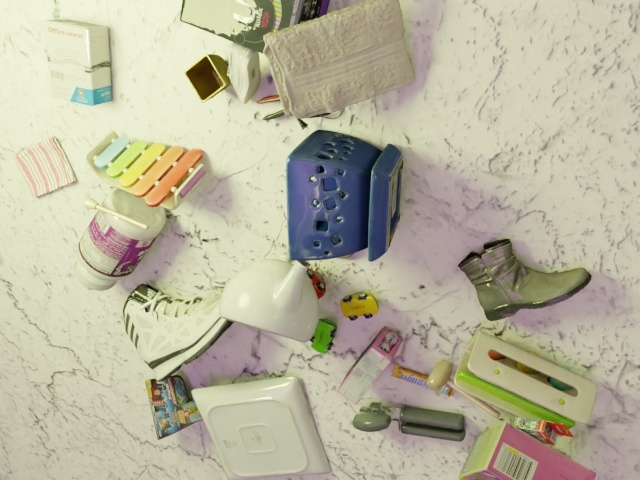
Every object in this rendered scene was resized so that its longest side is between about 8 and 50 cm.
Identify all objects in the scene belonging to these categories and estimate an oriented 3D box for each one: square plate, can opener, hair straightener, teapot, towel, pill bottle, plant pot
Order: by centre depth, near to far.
[{"bbox_3d":[0.039,-0.358,1.185,0.283,0.049,0.187,-20,127,0],"label":"towel"},{"bbox_3d":[0.060,-0.095,1.287,0.212,0.236,0.235,7,115,14],"label":"plant pot"},{"bbox_3d":[-0.030,-0.297,1.348,0.231,0.047,0.088,-7,109,22],"label":"hair straightener"},{"bbox_3d":[-0.245,-0.378,1.380,0.081,0.083,0.081,-27,98,31],"label":"plant pot"},{"bbox_3d":[-0.108,0.123,1.409,0.256,0.252,0.186,10,77,27],"label":"teapot"},{"bbox_3d":[0.224,0.479,1.538,0.284,0.095,0.075,1,113,24],"label":"can opener"},{"bbox_3d":[-0.561,0.004,1.642,0.169,0.169,0.301,44,123,1],"label":"pill bottle"},{"bbox_3d":[-0.808,-0.210,1.742,0.197,0.029,0.144,-14,105,29],"label":"towel"},{"bbox_3d":[-0.178,0.570,1.752,0.344,0.049,0.347,-12,109,17],"label":"square plate"}]

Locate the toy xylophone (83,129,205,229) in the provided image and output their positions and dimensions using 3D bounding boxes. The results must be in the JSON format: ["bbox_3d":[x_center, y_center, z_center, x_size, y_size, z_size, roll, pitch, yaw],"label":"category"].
[{"bbox_3d":[-0.450,-0.154,1.500,0.323,0.236,0.081,15,145,15],"label":"toy xylophone"}]

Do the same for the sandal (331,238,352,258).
[{"bbox_3d":[0.000,0.000,1.456,0.180,0.049,0.072,22,119,14],"label":"sandal"}]

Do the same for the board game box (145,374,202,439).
[{"bbox_3d":[-0.446,0.512,1.855,0.194,0.060,0.194,-17,84,37],"label":"board game box"}]

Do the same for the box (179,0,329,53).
[{"bbox_3d":[-0.134,-0.497,1.242,0.271,0.143,0.165,24,120,14],"label":"box"}]

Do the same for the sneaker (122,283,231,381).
[{"bbox_3d":[-0.411,0.208,1.663,0.448,0.169,0.257,-38,95,35],"label":"sneaker"}]

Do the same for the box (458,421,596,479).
[{"bbox_3d":[0.464,0.541,1.377,0.214,0.117,0.243,29,157,10],"label":"box"}]

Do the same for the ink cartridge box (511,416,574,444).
[{"bbox_3d":[0.487,0.420,1.313,0.115,0.029,0.063,-7,135,47],"label":"ink cartridge box"}]

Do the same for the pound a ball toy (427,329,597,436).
[{"bbox_3d":[0.430,0.319,1.374,0.319,0.135,0.208,24,150,10],"label":"pound a ball toy"}]

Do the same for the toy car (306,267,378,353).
[{"bbox_3d":[0.023,0.187,1.527,0.239,0.053,0.224,22,120,15],"label":"toy car"}]

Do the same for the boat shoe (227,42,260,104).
[{"bbox_3d":[-0.176,-0.368,1.320,0.063,0.184,0.066,33,77,4],"label":"boat shoe"}]

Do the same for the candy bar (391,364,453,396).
[{"bbox_3d":[0.260,0.355,1.514,0.162,0.018,0.040,17,118,18],"label":"candy bar"}]

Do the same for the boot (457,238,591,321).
[{"bbox_3d":[0.428,0.066,1.277,0.247,0.083,0.161,-24,95,29],"label":"boot"}]

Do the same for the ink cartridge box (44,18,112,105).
[{"bbox_3d":[-0.611,-0.451,1.515,0.140,0.082,0.190,16,116,17],"label":"ink cartridge box"}]

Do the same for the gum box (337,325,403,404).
[{"bbox_3d":[0.127,0.309,1.500,0.062,0.107,0.188,36,122,6],"label":"gum box"}]
